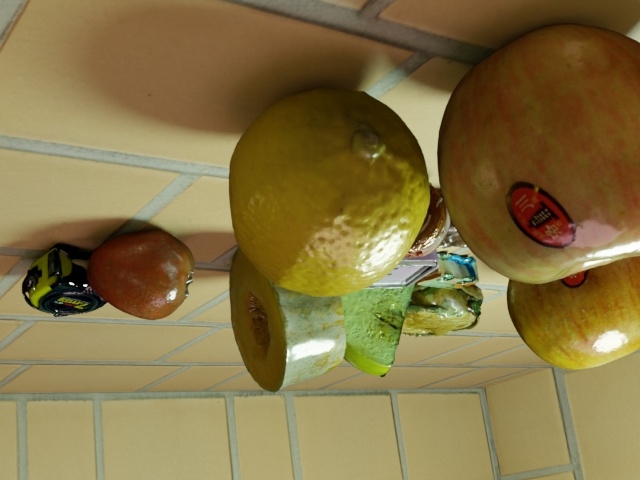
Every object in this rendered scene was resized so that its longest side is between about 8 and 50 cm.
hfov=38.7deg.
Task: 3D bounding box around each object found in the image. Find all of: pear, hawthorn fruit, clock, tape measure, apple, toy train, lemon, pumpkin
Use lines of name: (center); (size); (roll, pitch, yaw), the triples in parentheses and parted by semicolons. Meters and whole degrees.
pear: (0.087, 0.193, 2.302); (0.293, 0.292, 0.159); (1, 156, -22)
hawthorn fruit: (-0.384, 0.066, 1.858); (0.251, 0.199, 0.199); (8, 160, -2)
clock: (0.182, 0.056, 2.189); (0.145, 0.073, 0.193); (0, 161, -21)
tape measure: (-0.541, 0.087, 1.955); (0.186, 0.112, 0.199); (-30, 146, 35)
apple: (0.357, -0.121, 1.321); (0.392, 0.346, 0.391); (-13, 168, -3)
toy train: (0.316, 0.076, 2.307); (0.188, 0.072, 0.099); (9, 161, -41)
lemon: (0.008, -0.072, 1.382); (0.336, 0.335, 0.336); (-7, 161, -2)
apple: (0.656, 0.153, 2.248); (0.401, 0.333, 0.400); (-5, 161, -2)
pumpkin: (-0.065, 0.156, 2.053); (0.199, 0.332, 0.332); (-14, 165, -24)

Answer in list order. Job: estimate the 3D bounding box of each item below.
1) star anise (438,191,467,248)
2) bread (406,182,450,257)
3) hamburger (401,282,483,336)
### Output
star anise: (0.320, -0.050, 1.871); (0.316, 0.108, 0.315); (-5, 169, -1)
bread: (0.171, -0.043, 1.765); (0.161, 0.160, 0.073); (-14, 163, 20)
hamburger: (0.309, 0.180, 2.521); (0.266, 0.134, 0.285); (-12, 157, 35)
